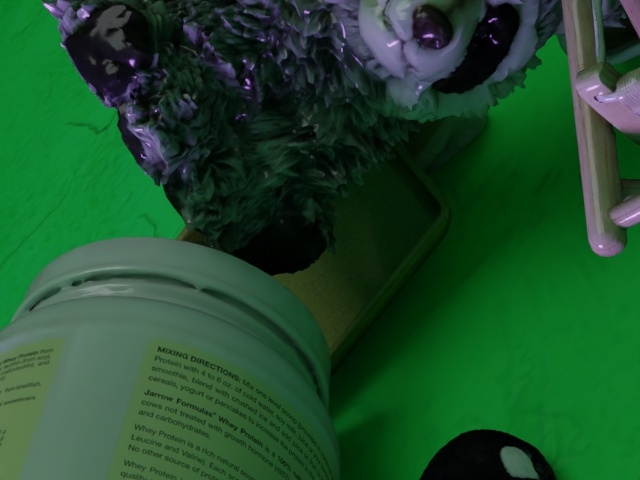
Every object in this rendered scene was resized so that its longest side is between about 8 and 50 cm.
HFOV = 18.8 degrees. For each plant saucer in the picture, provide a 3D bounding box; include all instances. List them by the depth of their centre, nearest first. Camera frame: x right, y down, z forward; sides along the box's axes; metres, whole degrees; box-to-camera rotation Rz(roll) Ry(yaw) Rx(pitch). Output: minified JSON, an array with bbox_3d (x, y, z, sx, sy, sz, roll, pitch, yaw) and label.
[{"bbox_3d":[0.000,0.000,1.302,0.188,0.045,0.188,-51,45,16],"label":"plant saucer"}]

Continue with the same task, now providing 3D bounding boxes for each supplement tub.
[{"bbox_3d":[-0.116,0.181,1.099,0.235,0.235,0.325,-30,33,37],"label":"supplement tub"}]

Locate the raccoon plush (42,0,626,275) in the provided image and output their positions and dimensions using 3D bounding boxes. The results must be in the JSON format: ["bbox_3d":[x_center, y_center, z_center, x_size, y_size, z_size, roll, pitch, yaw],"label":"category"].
[{"bbox_3d":[-0.009,-0.188,1.230,0.299,0.216,0.446,-35,38,6],"label":"raccoon plush"}]

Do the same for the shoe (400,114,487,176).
[{"bbox_3d":[0.029,-0.034,1.365,0.219,0.058,0.076,-43,48,24],"label":"shoe"}]

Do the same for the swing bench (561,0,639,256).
[{"bbox_3d":[0.233,-0.154,0.930,0.253,0.165,0.254,-29,71,41],"label":"swing bench"}]

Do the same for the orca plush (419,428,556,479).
[{"bbox_3d":[0.045,0.203,0.965,0.151,0.102,0.287,-14,44,52],"label":"orca plush"}]

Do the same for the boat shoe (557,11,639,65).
[{"bbox_3d":[0.265,-0.208,1.112,0.367,0.136,0.156,-31,32,40],"label":"boat shoe"}]
